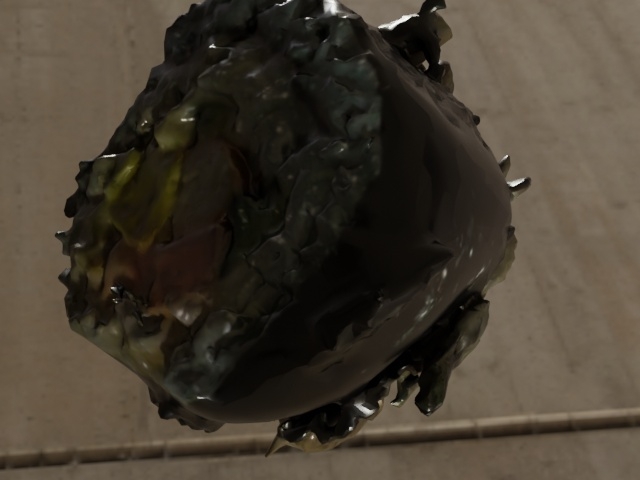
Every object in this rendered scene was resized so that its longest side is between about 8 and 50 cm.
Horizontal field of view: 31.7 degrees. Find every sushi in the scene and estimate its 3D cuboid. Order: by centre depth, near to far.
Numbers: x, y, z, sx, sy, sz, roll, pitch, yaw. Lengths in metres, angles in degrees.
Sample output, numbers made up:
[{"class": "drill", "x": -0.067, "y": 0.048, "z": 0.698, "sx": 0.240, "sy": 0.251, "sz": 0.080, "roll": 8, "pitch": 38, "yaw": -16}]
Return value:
[{"class": "sushi", "x": 0.003, "y": 0.002, "z": 0.598, "sx": 0.219, "sy": 0.238, "sz": 0.225, "roll": 41, "pitch": 21, "yaw": -54}]
